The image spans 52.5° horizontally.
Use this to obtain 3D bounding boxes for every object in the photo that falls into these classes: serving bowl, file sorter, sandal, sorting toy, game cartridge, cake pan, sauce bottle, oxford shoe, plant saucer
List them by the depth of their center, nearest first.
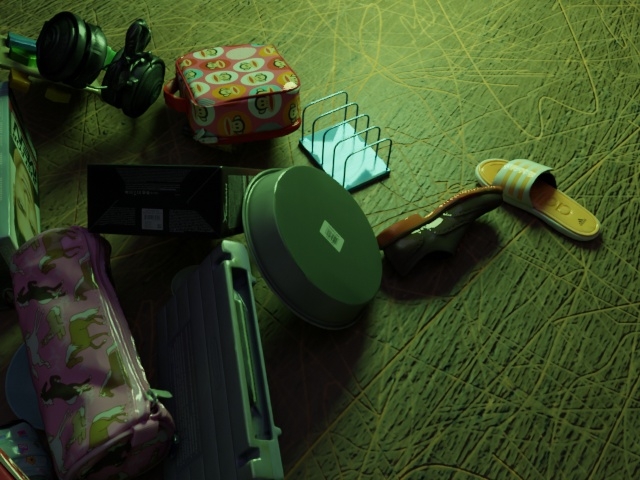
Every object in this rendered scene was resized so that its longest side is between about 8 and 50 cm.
[{"bbox_3d":[-0.155,0.204,0.916,0.068,0.230,0.355,13,46,-32],"label":"game cartridge"},{"bbox_3d":[-0.383,0.209,1.010,0.195,0.037,0.195,2,53,-2],"label":"plant saucer"},{"bbox_3d":[0.000,0.000,1.061,0.293,0.054,0.293,31,43,-35],"label":"cake pan"},{"bbox_3d":[-0.213,0.083,1.119,0.083,0.027,0.083,1,53,-1],"label":"serving bowl"},{"bbox_3d":[0.233,-0.018,1.191,0.271,0.097,0.098,-25,77,-15],"label":"oxford shoe"},{"bbox_3d":[0.431,-0.102,1.258,0.265,0.076,0.102,35,58,22],"label":"sandal"},{"bbox_3d":[-0.543,-0.347,1.297,0.229,0.041,0.307,16,22,-35],"label":"sorting toy"},{"bbox_3d":[0.050,-0.200,1.300,0.118,0.104,0.170,-26,58,-20],"label":"file sorter"},{"bbox_3d":[-0.224,-0.213,1.337,0.128,0.042,0.042,17,54,12],"label":"sauce bottle"}]

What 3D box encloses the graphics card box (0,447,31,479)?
[{"bbox_3d":[-0.267,0.371,0.683,0.233,0.371,0.094,36,59,21],"label":"graphics card box"}]

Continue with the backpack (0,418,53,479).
[{"bbox_3d":[-0.457,0.324,0.866,0.182,0.152,0.115,-20,61,-32],"label":"backpack"}]

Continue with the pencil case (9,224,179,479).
[{"bbox_3d":[-0.334,0.154,0.932,0.167,0.160,0.386,-22,56,-17],"label":"pencil case"}]

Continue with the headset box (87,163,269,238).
[{"bbox_3d":[-0.214,-0.070,1.086,0.218,0.293,0.110,3,95,13],"label":"headset box"}]

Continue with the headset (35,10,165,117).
[{"bbox_3d":[-0.397,-0.351,1.227,0.243,0.185,0.394,23,13,-29],"label":"headset"}]

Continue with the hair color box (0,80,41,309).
[{"bbox_3d":[-0.569,-0.082,1.130,0.114,0.185,0.374,-11,54,-12],"label":"hair color box"}]

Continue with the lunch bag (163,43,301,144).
[{"bbox_3d":[-0.188,-0.304,1.325,0.258,0.120,0.293,-11,38,-12],"label":"lunch bag"}]
